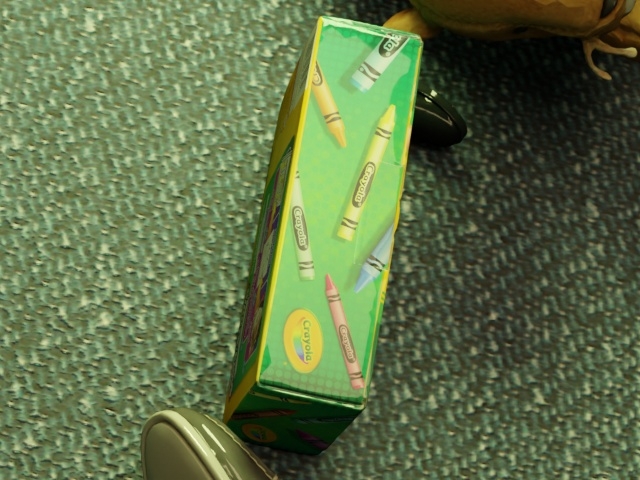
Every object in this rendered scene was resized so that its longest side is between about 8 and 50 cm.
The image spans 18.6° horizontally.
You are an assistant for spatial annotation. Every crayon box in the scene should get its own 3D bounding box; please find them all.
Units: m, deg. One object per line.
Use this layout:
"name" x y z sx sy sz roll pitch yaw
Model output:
"crayon box" 0.000 0.000 1.409 0.081 0.165 0.278 12 71 -7

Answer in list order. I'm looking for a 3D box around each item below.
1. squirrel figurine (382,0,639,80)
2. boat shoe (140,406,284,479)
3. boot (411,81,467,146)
"squirrel figurine" 0.159 -0.268 1.513 0.397 0.281 0.370 38 40 24
"boat shoe" -0.011 0.256 1.347 0.095 0.112 0.335 -22 77 -41
"boot" 0.043 -0.091 1.555 0.121 0.045 0.099 38 62 8
